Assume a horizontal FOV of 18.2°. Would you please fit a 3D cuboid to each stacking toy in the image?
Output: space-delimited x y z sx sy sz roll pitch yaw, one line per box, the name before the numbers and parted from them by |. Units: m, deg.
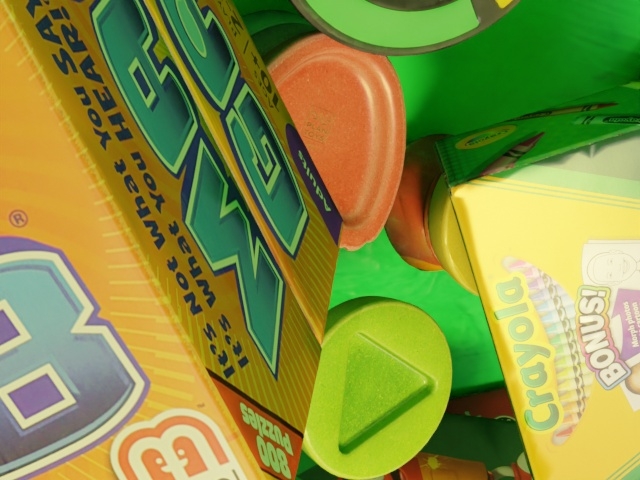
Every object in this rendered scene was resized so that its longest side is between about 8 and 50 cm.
stacking toy | 0.000 0.000 1.409 0.309 0.130 0.280 31 86 -36

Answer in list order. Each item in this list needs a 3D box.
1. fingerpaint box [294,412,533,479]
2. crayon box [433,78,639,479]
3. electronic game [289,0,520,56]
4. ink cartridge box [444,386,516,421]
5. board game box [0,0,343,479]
fingerpaint box | -0.089 0.293 1.648 0.371 0.163 0.445 9 143 -31
crayon box | 0.195 0.040 1.380 0.165 0.081 0.278 -17 117 3
electronic game | 0.068 -0.225 1.265 0.229 0.048 0.229 -14 123 -22
ink cartridge box | 0.273 0.227 1.742 0.306 0.226 0.131 -13 140 -12
board game box | -0.232 -0.028 1.027 0.356 0.356 0.357 -22 109 14
